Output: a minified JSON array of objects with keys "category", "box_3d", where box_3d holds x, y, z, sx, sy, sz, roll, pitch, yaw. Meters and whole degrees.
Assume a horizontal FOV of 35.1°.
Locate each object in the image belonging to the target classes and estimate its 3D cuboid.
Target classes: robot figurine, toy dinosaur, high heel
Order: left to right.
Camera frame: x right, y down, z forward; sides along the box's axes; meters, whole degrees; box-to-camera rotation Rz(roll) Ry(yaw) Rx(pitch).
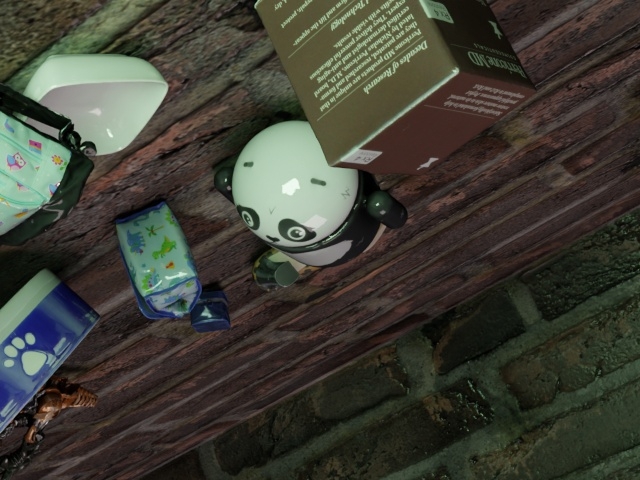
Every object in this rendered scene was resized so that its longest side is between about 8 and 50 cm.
[{"category":"toy dinosaur","box_3d":[-0.530,0.309,1.816,0.322,0.164,0.218,22,118,-38]},{"category":"robot figurine","box_3d":[-0.013,-0.055,1.363,0.209,0.173,0.278,-30,163,8]},{"category":"high heel","box_3d":[0.000,0.000,1.757,0.261,0.093,0.186,-32,-172,-16]}]

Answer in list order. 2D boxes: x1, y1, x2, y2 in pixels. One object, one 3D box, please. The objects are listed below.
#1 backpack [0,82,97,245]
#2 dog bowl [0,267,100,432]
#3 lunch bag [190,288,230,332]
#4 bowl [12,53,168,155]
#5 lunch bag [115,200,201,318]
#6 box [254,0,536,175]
[{"category":"backpack","box_3d":[-0.320,-0.073,0.924,0.152,0.115,0.182,-27,134,36]},{"category":"dog bowl","box_3d":[-0.425,0.169,1.380,0.265,0.104,0.265,-47,-173,8]},{"category":"lunch bag","box_3d":[-0.201,0.124,1.825,0.067,0.065,0.098,-8,163,-1]},{"category":"bowl","box_3d":[-0.240,-0.139,1.018,0.142,0.053,0.142,-11,158,-40]},{"category":"lunch bag","box_3d":[-0.224,0.035,1.423,0.096,0.128,0.151,-21,164,-5]},{"category":"box","box_3d":[0.074,-0.195,1.021,0.167,0.203,0.168,-36,160,31]}]
